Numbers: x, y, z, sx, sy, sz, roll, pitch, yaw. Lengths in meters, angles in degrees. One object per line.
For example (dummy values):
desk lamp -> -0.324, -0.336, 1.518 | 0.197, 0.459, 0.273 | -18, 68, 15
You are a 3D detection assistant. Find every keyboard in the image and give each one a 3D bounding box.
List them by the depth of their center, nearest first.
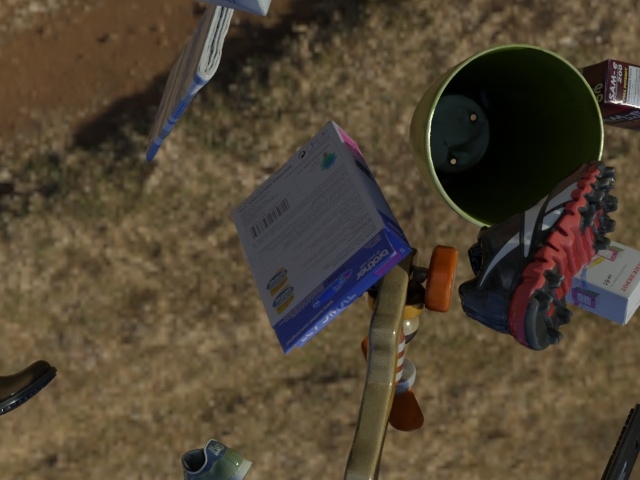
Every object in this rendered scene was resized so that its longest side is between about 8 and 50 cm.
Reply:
keyboard -> 0.342, 0.284, 1.638 | 0.023, 0.180, 0.108 | 13, 135, 25

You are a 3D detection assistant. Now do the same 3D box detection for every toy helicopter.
toy helicopter -> 0.075, 0.176, 1.759 | 0.140, 0.355, 0.235 | 10, 153, 7

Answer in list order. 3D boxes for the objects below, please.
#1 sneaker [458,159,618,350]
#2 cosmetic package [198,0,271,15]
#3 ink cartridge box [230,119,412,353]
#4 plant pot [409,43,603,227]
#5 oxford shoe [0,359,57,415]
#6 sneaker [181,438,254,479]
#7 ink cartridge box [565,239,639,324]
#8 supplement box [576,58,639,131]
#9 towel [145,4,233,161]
sneaker -> 0.243, 0.002, 1.576 | 0.135, 0.276, 0.097 | 11, 139, 31
cosmetic package -> -0.241, -0.369, 1.440 | 0.377, 0.097, 0.284 | 15, 163, 11
ink cartridge box -> 0.000, 0.000, 1.709 | 0.186, 0.311, 0.065 | -42, 122, 13
plant pot -> 0.246, -0.159, 2.163 | 0.275, 0.274, 0.293 | 5, -176, -15
oxford shoe -> -0.465, 0.201, 1.894 | 0.227, 0.096, 0.083 | -22, 175, -30
sneaker -> -0.182, 0.358, 2.177 | 0.086, 0.064, 0.192 | 39, 141, -9
ink cartridge box -> 0.345, 0.042, 1.752 | 0.122, 0.088, 0.052 | 24, 139, 22
supplement box -> 0.500, -0.217, 2.175 | 0.240, 0.073, 0.130 | 9, 172, -25
towel -> -0.211, -0.274, 2.291 | 0.034, 0.209, 0.285 | 23, 147, -14
